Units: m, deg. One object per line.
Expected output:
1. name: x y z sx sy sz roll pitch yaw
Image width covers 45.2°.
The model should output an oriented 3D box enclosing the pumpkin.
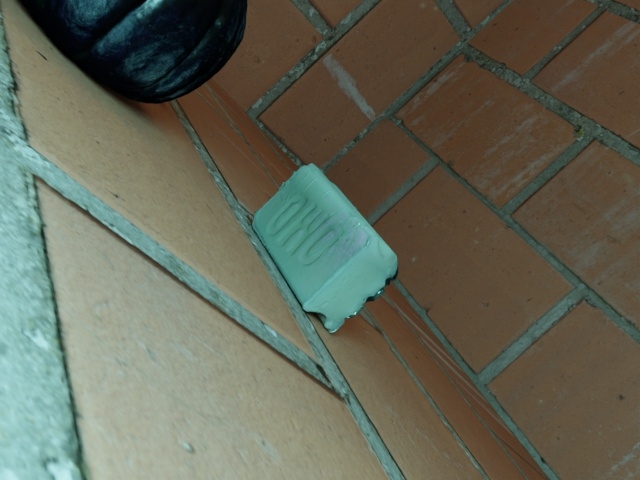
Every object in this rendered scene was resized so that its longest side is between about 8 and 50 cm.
1. pumpkin: -0.271 -0.371 1.096 0.363 0.266 0.363 51 7 -9

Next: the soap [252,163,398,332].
1. soap: 0.000 0.000 1.180 0.094 0.150 0.261 48 4 -40
